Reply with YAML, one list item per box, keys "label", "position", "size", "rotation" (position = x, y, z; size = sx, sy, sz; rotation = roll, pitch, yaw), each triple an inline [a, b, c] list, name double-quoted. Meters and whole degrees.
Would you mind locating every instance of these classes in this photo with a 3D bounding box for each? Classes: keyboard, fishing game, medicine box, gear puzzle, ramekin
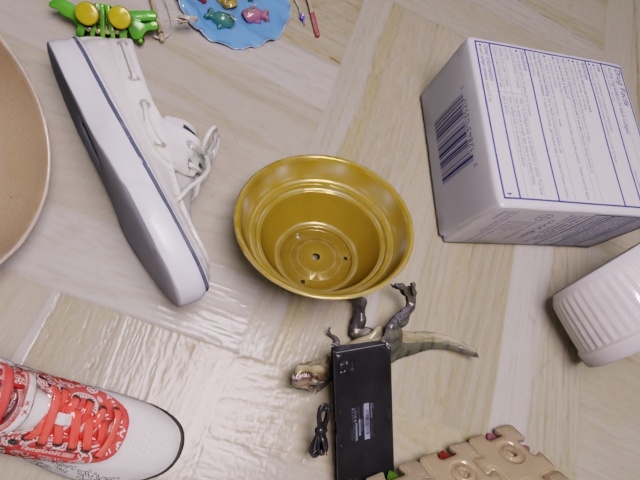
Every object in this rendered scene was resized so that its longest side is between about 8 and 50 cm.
- label: "keyboard"
  position: [0.035, 0.211, 0.572]
  size: [0.108, 0.023, 0.180]
  rotation: [-3, 92, -26]
- label: "fishing game"
  position: [-0.131, -0.383, 0.751]
  size: [0.264, 0.041, 0.189]
  rotation: [-7, 76, -20]
- label: "medicine box"
  position: [0.329, -0.137, 0.750]
  size: [0.289, 0.149, 0.263]
  rotation: [3, 71, -17]
- label: "gear puzzle"
  position: [0.145, 0.316, 0.529]
  size: [0.339, 0.175, 0.044]
  rotation: [-7, 118, -27]
- label: "ramekin"
  position: [0.431, 0.077, 0.683]
  size: [0.207, 0.207, 0.109]
  rotation: [-23, 70, -23]

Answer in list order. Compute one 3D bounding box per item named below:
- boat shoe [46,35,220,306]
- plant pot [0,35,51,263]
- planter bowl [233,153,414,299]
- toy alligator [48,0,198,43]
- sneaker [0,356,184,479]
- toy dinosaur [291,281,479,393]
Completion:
- label: "boat shoe"
  position: [-0.187, -0.104, 0.595]
  size: [0.156, 0.136, 0.367]
  rotation: [-23, 70, -27]
- label: "plant pot"
  position: [-0.437, -0.091, 0.450]
  size: [0.191, 0.284, 0.284]
  rotation: [-1, 67, 20]
- label: "planter bowl"
  position: [0.000, 0.000, 0.616]
  size: [0.217, 0.090, 0.217]
  rotation: [5, 53, -7]
- label: "toy alligator"
  position: [-0.265, -0.291, 0.670]
  size: [0.190, 0.056, 0.051]
  rotation: [0, 111, -17]
- label: "sneaker"
  position: [-0.259, 0.169, 0.455]
  size: [0.270, 0.145, 0.090]
  rotation: [22, 66, -9]
- label: "toy dinosaur"
  position: [0.079, 0.117, 0.631]
  size: [0.268, 0.064, 0.118]
  rotation: [-7, 88, -20]
